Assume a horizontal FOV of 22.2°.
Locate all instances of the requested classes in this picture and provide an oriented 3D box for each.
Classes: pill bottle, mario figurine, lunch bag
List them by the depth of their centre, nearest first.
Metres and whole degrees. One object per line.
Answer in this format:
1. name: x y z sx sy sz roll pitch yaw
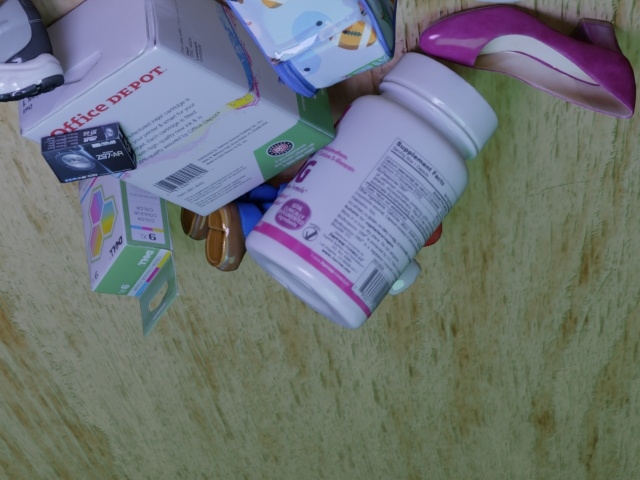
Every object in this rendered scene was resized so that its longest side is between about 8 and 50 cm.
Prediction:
1. lunch bag: -0.037 -0.278 1.378 0.115 0.243 0.303 -24 119 16
2. pill bottle: 0.061 -0.057 1.799 0.283 0.160 0.160 -52 149 -10
3. mario figurine: 0.000 0.000 1.965 0.321 0.198 0.170 -2 153 -26

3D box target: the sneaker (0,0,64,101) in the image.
1. sneaker: -0.379 -0.181 1.648 0.272 0.108 0.100 -9 -174 27

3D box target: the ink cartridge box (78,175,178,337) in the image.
1. ink cartridge box: -0.221 -0.006 1.869 0.062 0.209 0.109 7 146 -28

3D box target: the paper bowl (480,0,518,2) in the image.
1. paper bowl: 0.174 -0.330 1.502 0.284 0.148 0.284 -7 151 -4

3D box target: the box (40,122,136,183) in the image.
1. box: -0.237 -0.089 1.678 0.083 0.018 0.067 -10 152 5

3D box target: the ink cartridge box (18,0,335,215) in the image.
1. ink cartridge box: -0.153 -0.153 1.729 0.201 0.117 0.278 -29 146 30

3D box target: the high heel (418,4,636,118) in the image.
1. high heel: 0.230 -0.187 1.795 0.244 0.117 0.082 3 148 -22
